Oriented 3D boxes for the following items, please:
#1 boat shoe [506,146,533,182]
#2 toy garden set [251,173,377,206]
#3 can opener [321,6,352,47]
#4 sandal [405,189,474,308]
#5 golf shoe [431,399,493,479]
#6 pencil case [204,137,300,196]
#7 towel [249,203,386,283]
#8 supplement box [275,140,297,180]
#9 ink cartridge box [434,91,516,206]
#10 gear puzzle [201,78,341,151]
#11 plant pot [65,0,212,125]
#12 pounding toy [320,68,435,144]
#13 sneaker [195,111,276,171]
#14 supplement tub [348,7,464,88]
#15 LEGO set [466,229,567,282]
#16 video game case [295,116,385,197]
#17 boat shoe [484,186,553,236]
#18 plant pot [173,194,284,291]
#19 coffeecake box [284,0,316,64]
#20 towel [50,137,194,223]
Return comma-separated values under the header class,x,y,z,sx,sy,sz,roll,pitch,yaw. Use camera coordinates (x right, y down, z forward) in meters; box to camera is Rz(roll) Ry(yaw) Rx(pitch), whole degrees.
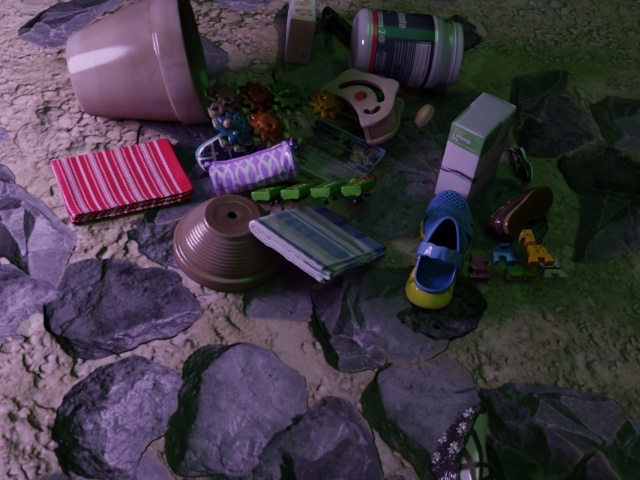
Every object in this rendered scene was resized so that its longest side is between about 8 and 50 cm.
class,x,y,z,sx,sy,sz,roll,pitch,yaw
boat shoe,0.491,-0.187,2.050,0.038,0.046,0.125,2,46,-9
toy garden set,0.002,-0.104,1.831,0.244,0.049,0.204,-2,11,20
can opener,0.066,-0.587,2.313,0.073,0.059,0.186,-22,56,-27
sandal,0.271,-0.004,1.791,0.126,0.138,0.317,13,46,4
golf shoe,0.256,0.414,1.461,0.120,0.105,0.273,30,55,-5
pencil case,-0.144,-0.159,1.843,0.206,0.088,0.086,-17,34,1
towel,0.000,0.000,1.730,0.209,0.034,0.285,35,24,19
supplement box,-0.089,-0.185,1.922,0.062,0.036,0.098,-4,61,14
ink cartridge box,0.356,-0.204,1.927,0.092,0.219,0.160,31,50,20
gear puzzle,-0.092,-0.300,1.913,0.339,0.044,0.175,-10,68,-29
plant pot,-0.421,-0.406,1.932,0.280,0.323,0.323,-12,50,2
pounding toy,0.133,-0.300,2.052,0.269,0.155,0.154,23,65,32
sneaker,-0.189,-0.236,1.952,0.110,0.107,0.275,23,41,36
supplement tub,0.220,-0.499,2.176,0.272,0.191,0.191,4,49,-7
LEGO set,0.431,0.030,1.822,0.227,0.087,0.093,1,49,-11
video game case,0.027,-0.202,1.994,0.201,0.023,0.183,28,50,15
boat shoe,0.459,-0.071,1.928,0.207,0.073,0.073,-28,19,-37
plant pot,-0.188,-0.017,1.734,0.237,0.109,0.237,5,49,-5
coffeecake box,-0.053,-0.587,2.235,0.068,0.142,0.185,6,49,-6
towel,-0.438,-0.139,1.847,0.275,0.031,0.199,-14,52,-21
